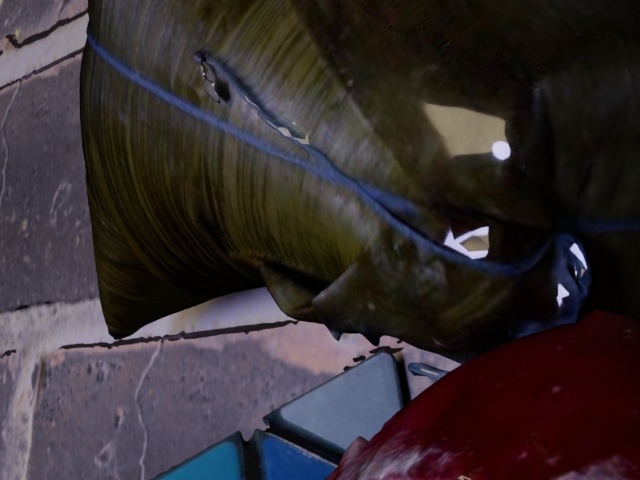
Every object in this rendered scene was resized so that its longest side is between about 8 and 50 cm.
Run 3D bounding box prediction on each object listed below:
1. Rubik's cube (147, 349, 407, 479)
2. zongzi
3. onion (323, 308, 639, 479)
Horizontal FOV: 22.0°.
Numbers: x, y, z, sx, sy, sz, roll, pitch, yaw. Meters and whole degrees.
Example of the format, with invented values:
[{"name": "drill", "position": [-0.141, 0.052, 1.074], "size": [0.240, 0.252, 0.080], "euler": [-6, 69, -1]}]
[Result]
[{"name": "Rubik's cube", "position": [0.011, 0.164, 0.799], "size": [0.250, 0.284, 0.234], "euler": [14, 67, 35]}, {"name": "zongzi", "position": [0.000, 0.000, 0.798], "size": [0.403, 0.208, 0.432], "euler": [55, 139, 42]}, {"name": "onion", "position": [0.113, 0.144, 0.520], "size": [0.207, 0.216, 0.206], "euler": [14, 75, 48]}]
